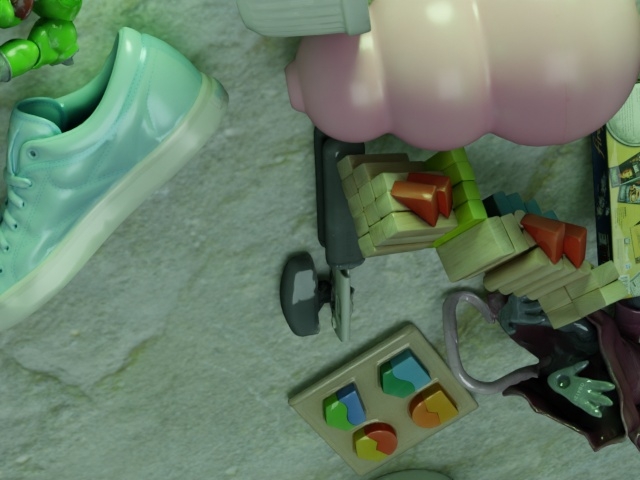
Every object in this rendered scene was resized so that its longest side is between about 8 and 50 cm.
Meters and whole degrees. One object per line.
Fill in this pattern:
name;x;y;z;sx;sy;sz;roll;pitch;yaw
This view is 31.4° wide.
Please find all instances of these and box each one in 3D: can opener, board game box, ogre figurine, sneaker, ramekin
can opener;0.000;0.000;1.269;0.095;0.076;0.283;-10;128;-10
board game box;0.394;-0.064;1.291;0.165;0.042;0.243;-8;102;-10
ogre figurine;-0.257;-0.224;0.988;0.097;0.197;0.118;-11;174;41
sneaker;-0.266;-0.065;1.118;0.366;0.135;0.150;-44;117;9
ramekin;-0.026;-0.272;0.974;0.109;0.207;0.207;-9;130;4

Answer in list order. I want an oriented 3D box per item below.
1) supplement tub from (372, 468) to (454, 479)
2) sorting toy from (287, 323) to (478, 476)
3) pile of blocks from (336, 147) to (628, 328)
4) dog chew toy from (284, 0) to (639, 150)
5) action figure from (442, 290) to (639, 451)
supplement tub;0.151;0.502;1.537;0.241;0.331;0.241;-8;129;-11
sorting toy;0.087;0.219;1.489;0.193;0.038;0.208;-33;129;10
pile of blocks;0.195;-0.022;1.189;0.362;0.149;0.112;21;148;-27
dog chew toy;0.131;-0.177;1.098;0.332;0.206;0.206;-11;130;2
action figure;0.359;0.181;1.443;0.276;0.248;0.370;-9;166;33
